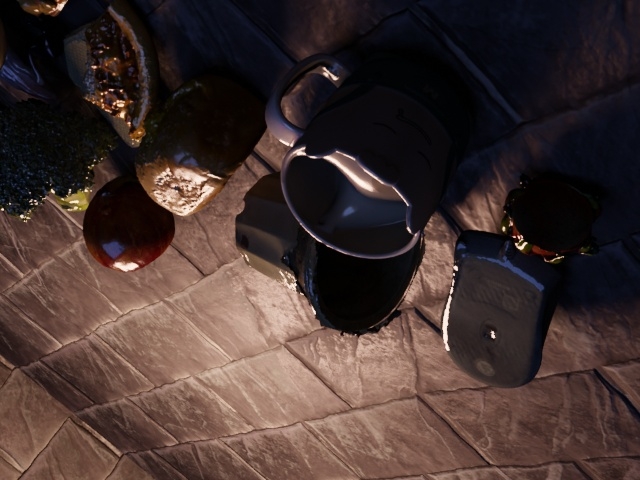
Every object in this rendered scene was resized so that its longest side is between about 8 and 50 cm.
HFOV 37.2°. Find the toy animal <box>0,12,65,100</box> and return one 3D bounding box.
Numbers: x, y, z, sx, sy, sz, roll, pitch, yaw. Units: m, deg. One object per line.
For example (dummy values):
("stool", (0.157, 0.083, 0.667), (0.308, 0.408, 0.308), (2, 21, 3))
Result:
("toy animal", (-0.603, -0.370, 1.802), (0.324, 0.090, 0.195), (15, 129, 22))

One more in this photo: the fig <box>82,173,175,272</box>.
("fig", (-0.402, -0.042, 1.983), (0.205, 0.205, 0.205), (23, 146, 16))

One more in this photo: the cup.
("cup", (0.061, -0.144, 1.367), (0.289, 0.258, 0.219), (36, 147, -4))

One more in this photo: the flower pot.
("flower pot", (0.000, 0.000, 1.626), (0.259, 0.290, 0.290), (17, 146, 41))

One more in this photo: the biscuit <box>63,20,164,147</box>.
("biscuit", (-0.382, -0.283, 1.759), (0.150, 0.052, 0.252), (-5, 131, 45))

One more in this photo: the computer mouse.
("computer mouse", (0.308, 0.103, 1.606), (0.188, 0.122, 0.371), (22, 143, 20))

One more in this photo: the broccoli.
("broccoli", (-0.558, -0.138, 1.923), (0.221, 0.252, 0.361), (67, 155, 10))

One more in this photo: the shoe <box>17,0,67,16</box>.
("shoe", (-0.472, -0.429, 1.631), (0.069, 0.072, 0.109), (8, 173, -41))

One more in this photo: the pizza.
("pizza", (-0.345, -0.296, 1.651), (0.134, 0.056, 0.271), (5, 125, -9))

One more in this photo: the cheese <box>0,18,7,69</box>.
("cheese", (-0.730, -0.423, 1.716), (0.328, 0.129, 0.351), (-13, 107, 41))

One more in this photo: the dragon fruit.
("dragon fruit", (0.338, -0.036, 1.418), (0.175, 0.138, 0.142), (161, 96, -85))

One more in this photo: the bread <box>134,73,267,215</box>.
("bread", (-0.225, -0.169, 1.642), (0.176, 0.196, 0.246), (37, 147, -14))
